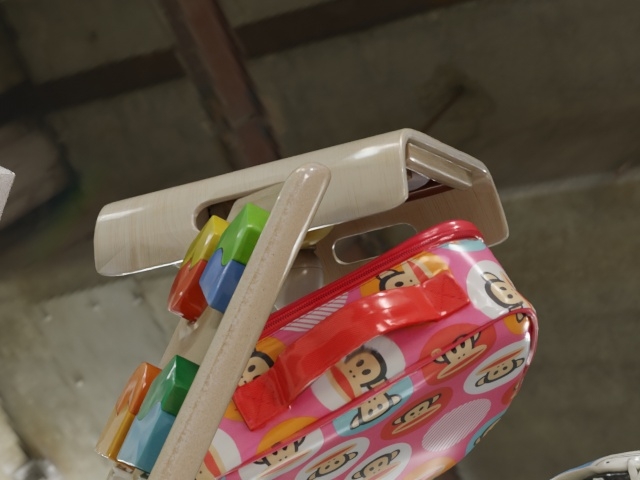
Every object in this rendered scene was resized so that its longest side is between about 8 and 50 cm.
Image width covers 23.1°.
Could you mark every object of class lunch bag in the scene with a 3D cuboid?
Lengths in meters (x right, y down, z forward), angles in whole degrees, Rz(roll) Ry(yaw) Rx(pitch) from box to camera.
[{"bbox_3d":[0.014,0.113,1.132,0.120,0.293,0.258,57,-14,24],"label":"lunch bag"}]

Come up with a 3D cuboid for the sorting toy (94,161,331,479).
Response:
[{"bbox_3d":[-0.067,0.054,0.825,0.038,0.193,0.208,26,-11,-9],"label":"sorting toy"}]

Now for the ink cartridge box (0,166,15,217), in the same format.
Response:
[{"bbox_3d":[-0.279,0.022,0.910,0.140,0.082,0.190,24,-82,25],"label":"ink cartridge box"}]

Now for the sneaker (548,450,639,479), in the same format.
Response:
[{"bbox_3d":[0.236,0.178,1.064,0.237,0.086,0.085,-27,-120,45],"label":"sneaker"}]

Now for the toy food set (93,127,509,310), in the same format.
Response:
[{"bbox_3d":[0.000,0.000,1.145,0.220,0.306,0.092,-14,-98,17],"label":"toy food set"}]
